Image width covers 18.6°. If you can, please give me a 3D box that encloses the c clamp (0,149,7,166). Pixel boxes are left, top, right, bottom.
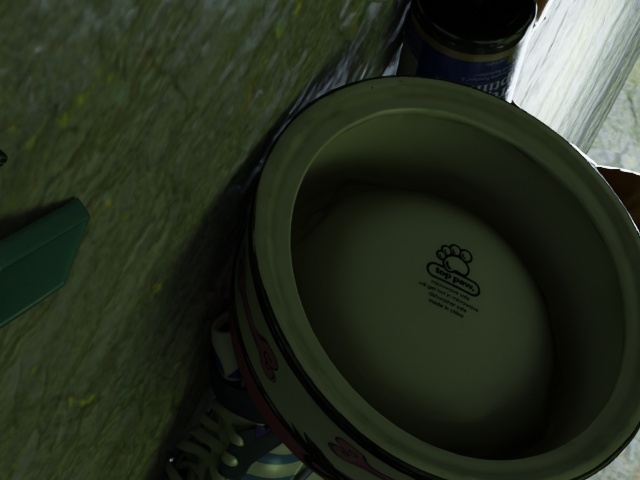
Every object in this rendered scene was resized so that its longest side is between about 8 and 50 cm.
[{"bbox_3d":[-0.223,-0.004,1.120,0.160,0.022,0.137,-64,163,11],"label":"c clamp"}]

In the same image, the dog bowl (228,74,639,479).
[{"bbox_3d":[0.098,0.062,1.758,0.408,0.408,0.150,-53,-177,-37],"label":"dog bowl"}]

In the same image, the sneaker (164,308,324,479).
[{"bbox_3d":[-0.088,0.166,1.865,0.323,0.130,0.236,-37,133,-3],"label":"sneaker"}]

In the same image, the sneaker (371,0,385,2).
[{"bbox_3d":[0.085,-0.296,1.639,0.094,0.080,0.212,-57,171,-84],"label":"sneaker"}]

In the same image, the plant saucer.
[{"bbox_3d":[-0.189,0.021,1.250,0.192,0.018,0.067,-42,155,-74],"label":"plant saucer"}]

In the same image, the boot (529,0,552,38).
[{"bbox_3d":[0.227,-0.309,2.150,0.295,0.104,0.211,-64,174,27],"label":"boot"}]

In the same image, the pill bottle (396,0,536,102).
[{"bbox_3d":[0.140,-0.179,1.975,0.123,0.123,0.219,-55,166,-30],"label":"pill bottle"}]

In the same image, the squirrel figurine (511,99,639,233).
[{"bbox_3d":[0.183,0.058,2.319,0.370,0.281,0.397,-52,165,-9],"label":"squirrel figurine"}]
